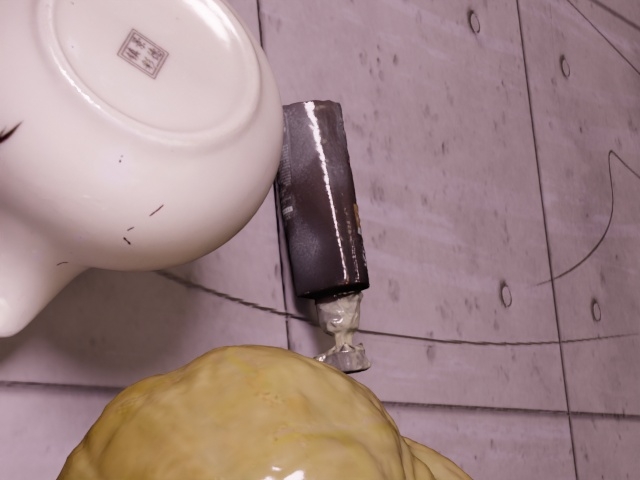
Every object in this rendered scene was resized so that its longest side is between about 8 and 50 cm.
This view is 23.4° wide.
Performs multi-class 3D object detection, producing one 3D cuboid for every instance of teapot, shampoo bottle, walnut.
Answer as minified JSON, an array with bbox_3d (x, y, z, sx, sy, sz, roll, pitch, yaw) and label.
[{"bbox_3d":[-0.119,-0.085,0.921,0.208,0.166,0.300,26,37,-2],"label":"teapot"},{"bbox_3d":[0.001,0.000,1.161,0.057,0.063,0.208,14,66,-67],"label":"shampoo bottle"},{"bbox_3d":[-0.021,0.210,0.841,0.282,0.253,0.277,35,17,-39],"label":"walnut"}]
